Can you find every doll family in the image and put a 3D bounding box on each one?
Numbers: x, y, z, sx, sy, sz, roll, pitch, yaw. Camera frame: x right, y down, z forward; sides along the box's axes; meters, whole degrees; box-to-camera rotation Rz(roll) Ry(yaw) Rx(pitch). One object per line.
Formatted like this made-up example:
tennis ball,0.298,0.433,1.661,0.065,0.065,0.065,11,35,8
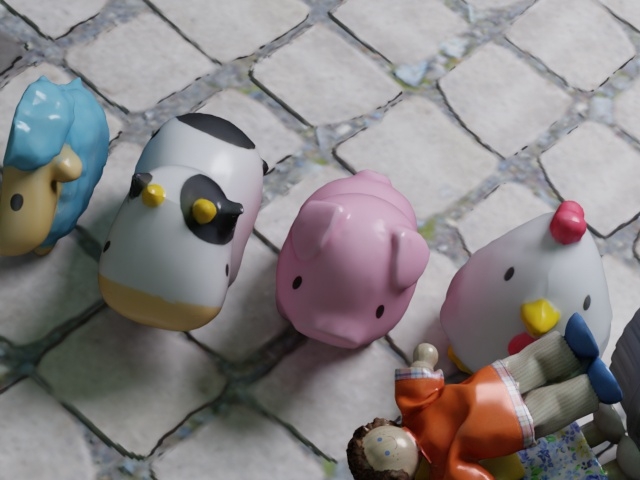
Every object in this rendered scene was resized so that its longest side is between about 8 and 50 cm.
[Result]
doll family,0.106,0.177,0.935,0.163,0.118,0.263,-26,66,-4

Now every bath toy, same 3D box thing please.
bath toy,0.000,0.000,1.043,0.348,0.129,0.151,15,50,-2

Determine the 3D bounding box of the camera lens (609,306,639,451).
camera lens,0.297,0.132,0.950,0.219,0.219,0.274,-15,57,-23
